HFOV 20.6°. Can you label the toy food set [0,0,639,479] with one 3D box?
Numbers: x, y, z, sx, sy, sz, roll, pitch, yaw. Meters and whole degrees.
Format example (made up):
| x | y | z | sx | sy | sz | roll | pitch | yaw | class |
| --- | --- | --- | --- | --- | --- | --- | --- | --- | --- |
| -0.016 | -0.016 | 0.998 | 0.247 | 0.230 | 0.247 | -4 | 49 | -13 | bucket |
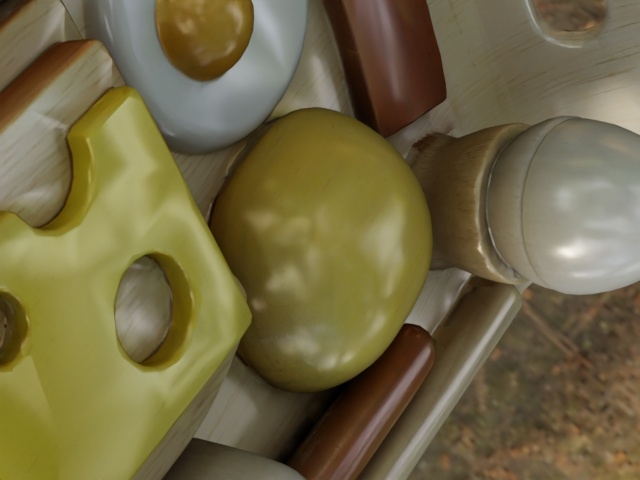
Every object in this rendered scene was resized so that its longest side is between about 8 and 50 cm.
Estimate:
| x | y | z | sx | sy | sz | roll | pitch | yaw | class |
| --- | --- | --- | --- | --- | --- | --- | --- | --- | --- |
| 0.000 | 0.000 | 0.411 | 0.306 | 0.092 | 0.219 | -52 | 130 | -38 | toy food set |
